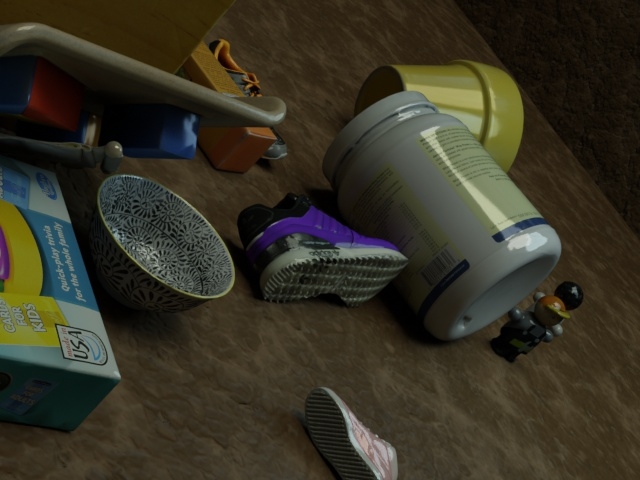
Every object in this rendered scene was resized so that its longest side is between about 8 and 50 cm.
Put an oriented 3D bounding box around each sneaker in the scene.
[{"bbox_3d":[0.036,0.218,1.145,0.134,0.051,0.070,57,24,20],"label":"sneaker"},{"bbox_3d":[-0.119,-0.207,1.569,0.215,0.083,0.084,49,22,7],"label":"sneaker"},{"bbox_3d":[0.000,-0.001,1.389,0.293,0.102,0.146,8,42,-55],"label":"sneaker"}]

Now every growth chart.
[{"bbox_3d":[-0.298,-0.095,0.995,0.237,0.021,0.172,11,-5,-21],"label":"growth chart"}]

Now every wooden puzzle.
[{"bbox_3d":[-0.259,-0.131,1.033,0.322,0.080,0.348,4,-2,39],"label":"wooden puzzle"}]

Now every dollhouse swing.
[{"bbox_3d":[-0.267,-0.413,1.333,0.315,0.347,0.305,33,25,-25],"label":"dollhouse swing"}]

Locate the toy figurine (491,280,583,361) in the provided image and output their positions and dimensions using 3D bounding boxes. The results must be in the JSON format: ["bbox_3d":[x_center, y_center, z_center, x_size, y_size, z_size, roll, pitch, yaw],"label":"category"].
[{"bbox_3d":[0.324,0.075,1.740,0.209,0.148,0.213,51,23,15],"label":"toy figurine"}]

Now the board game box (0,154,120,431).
[{"bbox_3d":[-0.342,0.008,0.834,0.336,0.079,0.253,20,33,-45],"label":"board game box"}]

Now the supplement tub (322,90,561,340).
[{"bbox_3d":[0.173,-0.040,1.572,0.325,0.235,0.235,54,25,21],"label":"supplement tub"}]

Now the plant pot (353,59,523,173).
[{"bbox_3d":[0.203,-0.222,1.952,0.239,0.254,0.254,9,39,-32],"label":"plant pot"}]

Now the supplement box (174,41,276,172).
[{"bbox_3d":[-0.164,-0.206,1.499,0.233,0.078,0.080,53,24,19],"label":"supplement box"}]

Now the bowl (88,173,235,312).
[{"bbox_3d":[-0.179,0.019,1.085,0.170,0.080,0.170,36,23,-19],"label":"bowl"}]
